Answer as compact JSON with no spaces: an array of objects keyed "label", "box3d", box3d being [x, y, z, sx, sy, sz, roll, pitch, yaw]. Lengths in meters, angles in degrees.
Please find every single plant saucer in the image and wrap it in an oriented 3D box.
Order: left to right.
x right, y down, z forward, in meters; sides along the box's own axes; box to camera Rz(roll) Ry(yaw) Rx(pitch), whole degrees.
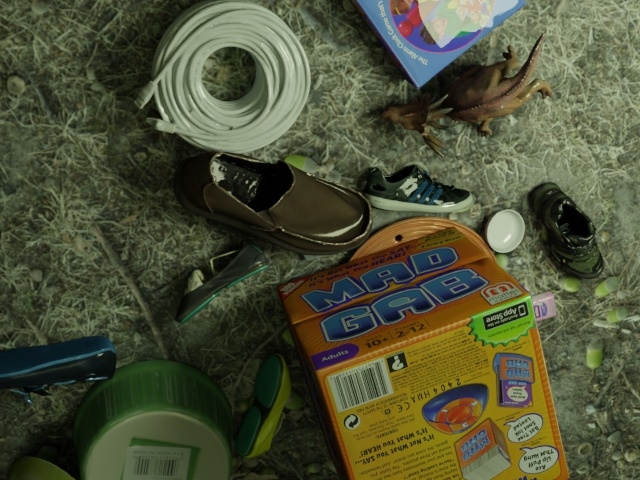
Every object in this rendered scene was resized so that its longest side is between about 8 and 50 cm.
[{"label":"plant saucer","box3d":[-0.488,0.500,1.737,0.241,0.037,0.241,18,129,23]}]

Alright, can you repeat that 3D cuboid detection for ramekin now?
[{"label":"ramekin","box3d":[-0.304,0.388,1.756,0.303,0.148,0.303,-4,111,-11]}]

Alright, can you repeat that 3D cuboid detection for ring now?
[{"label":"ring","box3d":[0.187,0.113,1.817,0.336,0.032,0.337,-4,109,-11]}]

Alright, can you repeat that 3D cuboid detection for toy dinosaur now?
[{"label":"toy dinosaur","box3d":[0.262,-0.236,1.605,0.200,0.295,0.127,-26,90,-43]}]

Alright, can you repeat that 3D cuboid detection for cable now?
[{"label":"cable","box3d":[-0.150,-0.269,1.571,0.257,0.089,0.257,26,103,-21]}]

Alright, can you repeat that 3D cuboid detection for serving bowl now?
[{"label":"serving bowl","box3d":[0.345,-0.020,1.804,0.083,0.027,0.083,-6,106,-21]}]

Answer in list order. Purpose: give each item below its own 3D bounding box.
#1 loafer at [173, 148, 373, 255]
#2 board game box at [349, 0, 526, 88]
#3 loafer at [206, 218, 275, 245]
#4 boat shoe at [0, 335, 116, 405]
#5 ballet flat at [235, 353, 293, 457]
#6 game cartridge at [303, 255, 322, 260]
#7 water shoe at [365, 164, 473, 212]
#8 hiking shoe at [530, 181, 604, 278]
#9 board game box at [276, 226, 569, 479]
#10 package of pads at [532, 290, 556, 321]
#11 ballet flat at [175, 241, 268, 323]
[{"label":"loafer","box3d":[-0.062,-0.063,1.611,0.366,0.130,0.134,11,74,-24]},{"label":"board game box","box3d":[0.148,-0.462,1.567,0.233,0.078,0.347,-38,114,3]},{"label":"loafer","box3d":[-0.123,-0.027,1.693,0.170,0.062,0.061,28,125,-16]},{"label":"boat shoe","box3d":[-0.491,0.243,1.684,0.258,0.109,0.089,-7,115,-8]},{"label":"ballet flat","box3d":[-0.095,0.316,1.825,0.077,0.077,0.231,7,113,-37]},{"label":"game cartridge","box3d":[0.000,0.000,1.747,0.083,0.017,0.056,-29,110,0]},{"label":"water shoe","box3d":[0.183,-0.096,1.719,0.203,0.073,0.080,-1,109,-13]},{"label":"hiking shoe","box3d":[0.479,-0.001,1.797,0.086,0.114,0.227,-37,114,4]},{"label":"board game box","box3d":[0.165,0.240,1.646,0.356,0.356,0.356,-19,111,-6]},{"label":"package of pads","box3d":[0.424,0.135,1.883,0.083,0.032,0.050,-16,110,-6]},{"label":"ballet flat","box3d":[-0.190,0.070,1.709,0.203,0.074,0.074,-34,114,8]}]
